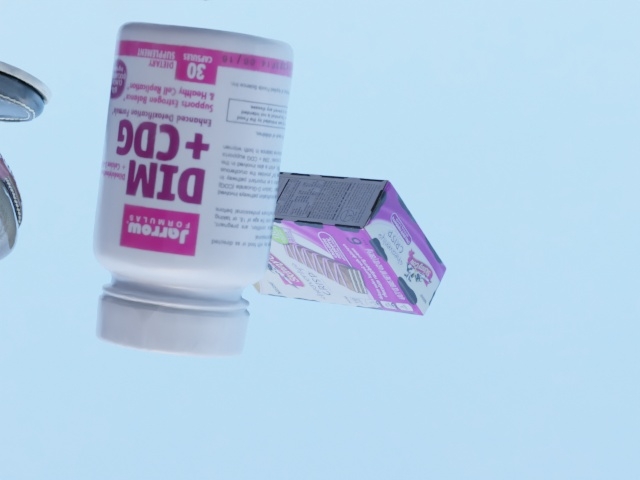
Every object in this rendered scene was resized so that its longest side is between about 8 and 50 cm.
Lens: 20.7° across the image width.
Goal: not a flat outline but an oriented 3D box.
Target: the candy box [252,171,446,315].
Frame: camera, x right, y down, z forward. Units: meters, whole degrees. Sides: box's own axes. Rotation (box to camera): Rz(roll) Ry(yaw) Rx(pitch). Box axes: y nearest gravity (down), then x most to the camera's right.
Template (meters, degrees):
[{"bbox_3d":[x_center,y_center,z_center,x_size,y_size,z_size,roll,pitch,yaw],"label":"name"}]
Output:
[{"bbox_3d":[0.000,0.000,1.914,0.233,0.159,0.071,6,-124,38],"label":"candy box"}]

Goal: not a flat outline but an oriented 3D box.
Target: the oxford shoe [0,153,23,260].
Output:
[{"bbox_3d":[-0.305,-0.016,1.243,0.123,0.348,0.130,-18,-108,12],"label":"oxford shoe"}]

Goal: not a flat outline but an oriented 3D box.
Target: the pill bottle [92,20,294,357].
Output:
[{"bbox_3d":[-0.118,-0.045,1.560,0.160,0.283,0.160,7,-177,0],"label":"pill bottle"}]

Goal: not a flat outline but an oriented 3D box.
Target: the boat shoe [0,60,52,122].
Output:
[{"bbox_3d":[-0.450,-0.148,1.888,0.319,0.116,0.099,7,-111,6],"label":"boat shoe"}]
